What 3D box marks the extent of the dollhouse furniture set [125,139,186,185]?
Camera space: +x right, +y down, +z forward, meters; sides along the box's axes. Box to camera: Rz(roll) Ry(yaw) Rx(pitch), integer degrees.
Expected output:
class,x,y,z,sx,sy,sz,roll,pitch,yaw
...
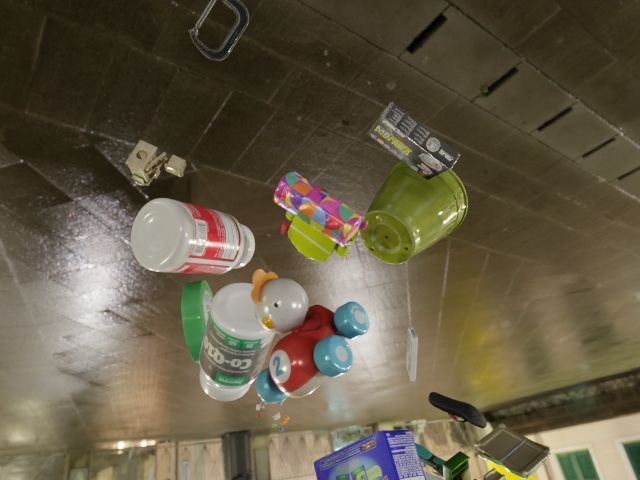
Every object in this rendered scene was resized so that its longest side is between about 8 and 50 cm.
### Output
class,x,y,z,sx,sy,sz,roll,pitch,yaw
dollhouse furniture set,-0.519,-0.207,1.482,0.160,0.101,0.182,24,158,-1

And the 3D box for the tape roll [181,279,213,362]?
class,x,y,z,sx,sy,sz,roll,pitch,yaw
tape roll,-0.475,0.323,1.837,0.077,0.321,0.321,-11,152,-4

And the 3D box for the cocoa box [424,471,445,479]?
class,x,y,z,sx,sy,sz,roll,pitch,yaw
cocoa box,0.256,0.896,1.366,0.231,0.347,0.228,7,131,34

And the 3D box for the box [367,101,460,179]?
class,x,y,z,sx,sy,sz,roll,pitch,yaw
box,0.292,-0.313,1.483,0.270,0.060,0.216,36,176,-4

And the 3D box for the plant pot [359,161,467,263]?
class,x,y,z,sx,sy,sz,roll,pitch,yaw
plant pot,0.342,-0.094,1.819,0.353,0.366,0.366,-41,176,-41

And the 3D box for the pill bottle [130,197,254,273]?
class,x,y,z,sx,sy,sz,roll,pitch,yaw
pill bottle,-0.409,0.000,1.560,0.229,0.229,0.407,-22,165,23

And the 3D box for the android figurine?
class,x,y,z,sx,sy,sz,roll,pitch,yaw
android figurine,-0.009,-0.038,1.495,0.248,0.056,0.273,35,135,9

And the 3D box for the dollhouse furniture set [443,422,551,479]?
class,x,y,z,sx,sy,sz,roll,pitch,yaw
dollhouse furniture set,0.572,0.756,1.477,0.301,0.151,0.197,-20,-162,-28

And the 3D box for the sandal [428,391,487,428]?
class,x,y,z,sx,sy,sz,roll,pitch,yaw
sandal,0.394,0.497,1.335,0.179,0.067,0.040,22,116,6

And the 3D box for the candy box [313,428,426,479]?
class,x,y,z,sx,sy,sz,roll,pitch,yaw
candy box,0.134,0.640,1.061,0.122,0.317,0.268,15,137,-37

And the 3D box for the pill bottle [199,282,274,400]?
class,x,y,z,sx,sy,sz,roll,pitch,yaw
pill bottle,-0.259,0.320,1.405,0.204,0.204,0.361,3,130,-22

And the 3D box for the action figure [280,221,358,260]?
class,x,y,z,sx,sy,sz,roll,pitch,yaw
action figure,0.000,0.000,1.638,0.280,0.139,0.091,-3,169,19

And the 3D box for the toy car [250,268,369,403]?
class,x,y,z,sx,sy,sz,roll,pitch,yaw
toy car,-0.069,0.166,0.920,0.219,0.210,0.238,-36,99,35

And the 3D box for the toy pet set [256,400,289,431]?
class,x,y,z,sx,sy,sz,roll,pitch,yaw
toy pet set,-0.165,0.576,1.588,0.122,0.114,0.065,17,156,32

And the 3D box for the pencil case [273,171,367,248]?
class,x,y,z,sx,sy,sz,roll,pitch,yaw
pencil case,-0.003,-0.078,1.150,0.236,0.104,0.104,34,151,11

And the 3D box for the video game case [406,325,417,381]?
class,x,y,z,sx,sy,sz,roll,pitch,yaw
video game case,0.326,0.400,1.640,0.019,0.157,0.143,2,-173,3

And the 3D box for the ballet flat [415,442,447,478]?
class,x,y,z,sx,sy,sz,roll,pitch,yaw
ballet flat,0.405,0.820,1.690,0.188,0.070,0.070,18,173,41

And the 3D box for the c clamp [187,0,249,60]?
class,x,y,z,sx,sy,sz,roll,pitch,yaw
c clamp,-0.231,-0.485,0.998,0.137,0.022,0.161,25,101,-27
